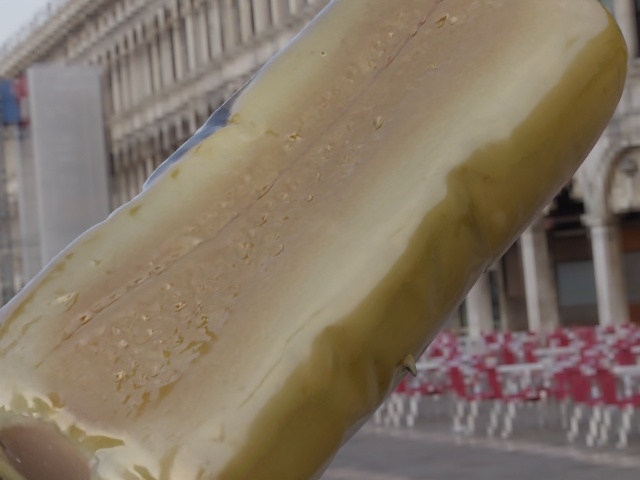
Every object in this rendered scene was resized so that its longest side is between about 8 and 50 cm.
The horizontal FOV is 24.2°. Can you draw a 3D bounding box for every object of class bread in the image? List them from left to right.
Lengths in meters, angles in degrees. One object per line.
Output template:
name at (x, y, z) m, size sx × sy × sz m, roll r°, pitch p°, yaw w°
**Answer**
bread at (0.000, 0.000, 0.589) m, size 0.142 × 0.305 × 0.091 m, roll 30°, pitch -29°, yaw 28°
